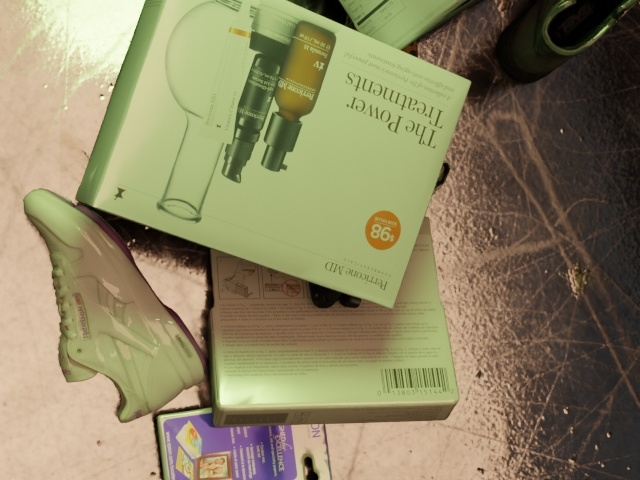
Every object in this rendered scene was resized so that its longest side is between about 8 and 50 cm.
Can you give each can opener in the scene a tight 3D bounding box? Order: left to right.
[{"bbox_3d":[0.000,0.000,1.668,0.059,0.073,0.186,-25,62,21],"label":"can opener"}]

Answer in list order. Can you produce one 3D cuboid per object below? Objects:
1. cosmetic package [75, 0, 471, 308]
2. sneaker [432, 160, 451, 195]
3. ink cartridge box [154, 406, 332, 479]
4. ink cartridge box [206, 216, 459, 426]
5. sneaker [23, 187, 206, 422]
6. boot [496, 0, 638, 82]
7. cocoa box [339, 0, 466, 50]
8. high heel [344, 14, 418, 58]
[{"bbox_3d":[-0.047,-0.114,1.516,0.377,0.097,0.284,19,91,-24],"label":"cosmetic package"},{"bbox_3d":[0.137,-0.070,1.731,0.032,0.037,0.083,34,82,-10],"label":"sneaker"},{"bbox_3d":[-0.089,0.301,1.656,0.208,0.045,0.206,-6,88,-13],"label":"ink cartridge box"},{"bbox_3d":[0.007,0.097,1.681,0.296,0.066,0.261,0,61,-12],"label":"ink cartridge box"},{"bbox_3d":[-0.270,0.078,1.597,0.152,0.114,0.305,-37,94,-13],"label":"sneaker"},{"bbox_3d":[0.377,-0.338,1.701,0.118,0.223,0.338,38,80,-6],"label":"boot"},{"bbox_3d":[0.175,-0.416,1.617,0.347,0.231,0.228,-35,93,-30],"label":"cocoa box"},{"bbox_3d":[0.035,-0.213,1.649,0.186,0.093,0.261,-9,95,-51],"label":"high heel"}]
